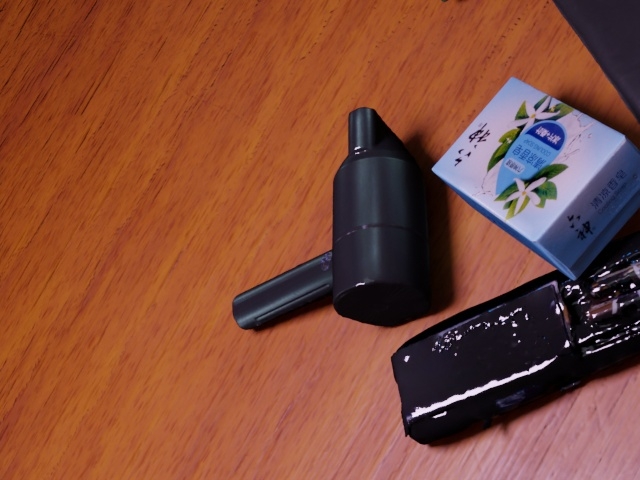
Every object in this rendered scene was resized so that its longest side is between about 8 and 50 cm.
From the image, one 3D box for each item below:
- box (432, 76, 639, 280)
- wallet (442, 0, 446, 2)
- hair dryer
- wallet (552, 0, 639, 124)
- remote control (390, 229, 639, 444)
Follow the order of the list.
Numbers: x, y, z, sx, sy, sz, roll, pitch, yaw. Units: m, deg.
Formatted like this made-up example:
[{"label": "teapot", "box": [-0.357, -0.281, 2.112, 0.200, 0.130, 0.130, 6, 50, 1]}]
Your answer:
[{"label": "box", "box": [0.238, -0.072, 1.460, 0.142, 0.083, 0.232, -49, 34, 2]}, {"label": "wallet", "box": [0.231, -0.412, 1.701, 0.236, 0.055, 0.160, -31, 49, 26]}, {"label": "hair dryer", "box": [0.000, 0.000, 1.647, 0.302, 0.116, 0.244, -24, 52, 35]}, {"label": "wallet", "box": [0.364, -0.250, 1.530, 0.146, 0.030, 0.285, -41, 50, 20]}, {"label": "remote control", "box": [0.245, 0.093, 1.422, 0.399, 0.062, 0.144, -28, 52, 23]}]
